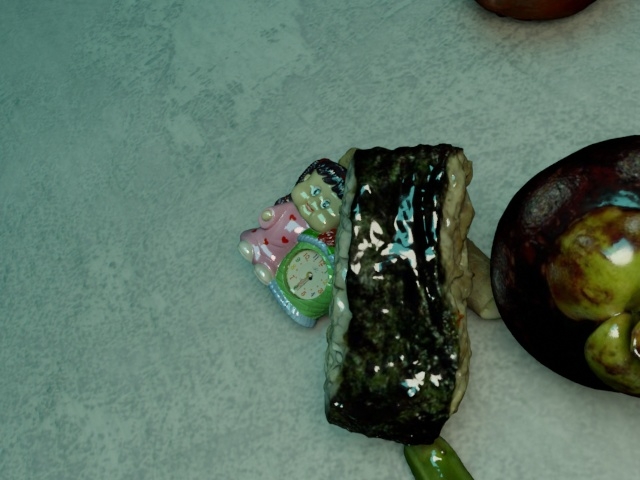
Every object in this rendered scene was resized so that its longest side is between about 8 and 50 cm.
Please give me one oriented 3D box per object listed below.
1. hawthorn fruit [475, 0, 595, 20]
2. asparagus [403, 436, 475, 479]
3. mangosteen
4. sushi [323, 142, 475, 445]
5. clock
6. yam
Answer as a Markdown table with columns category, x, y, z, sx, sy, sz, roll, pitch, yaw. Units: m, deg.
| category | x | y | z | sx | sy | sz | roll | pitch | yaw |
| --- | --- | --- | --- | --- | --- | --- | --- | --- | --- |
| hawthorn fruit | 0.349 | -0.481 | 1.026 | 0.316 | 0.316 | 0.316 | -9 | 60 | 17 |
| asparagus | 0.193 | 0.353 | 0.751 | 0.082 | 0.085 | 0.343 | -45 | 49 | 11 |
| mangosteen | 0.348 | 0.040 | 0.730 | 0.297 | 0.297 | 0.313 | -40 | 45 | -2 |
| sushi | 0.096 | 0.062 | 0.805 | 0.171 | 0.211 | 0.350 | 4 | 89 | 1 |
| clock | 0.000 | 0.000 | 0.974 | 0.195 | 0.100 | 0.194 | -44 | 70 | 16 |
| yam | 0.143 | -0.013 | 0.971 | 0.081 | 0.081 | 0.356 | -41 | 55 | -3 |
